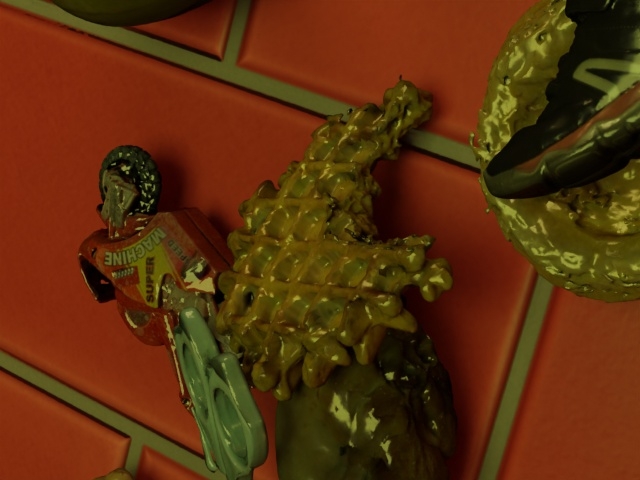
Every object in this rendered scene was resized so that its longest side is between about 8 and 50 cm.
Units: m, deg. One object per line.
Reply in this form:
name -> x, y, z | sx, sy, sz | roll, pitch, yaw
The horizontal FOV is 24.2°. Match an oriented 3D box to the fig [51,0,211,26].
fig -> -0.155, -0.316, 1.416 | 0.271, 0.239, 0.239 | 11, 98, 21

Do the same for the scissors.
scissors -> -0.081, 0.235, 1.400 | 0.191, 0.029, 0.360 | 42, 144, 54

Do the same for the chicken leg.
chicken leg -> 0.023, 0.256, 1.380 | 0.201, 0.153, 0.429 | 27, 115, 45

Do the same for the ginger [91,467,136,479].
ginger -> -0.240, 0.321, 1.587 | 0.193, 0.115, 0.122 | -30, 54, 39

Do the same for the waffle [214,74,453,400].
waffle -> 0.000, 0.000, 1.329 | 0.260, 0.069, 0.293 | -35, 36, 26

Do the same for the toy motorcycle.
toy motorcycle -> -0.147, 0.045, 1.505 | 0.298, 0.089, 0.171 | 51, 118, 21

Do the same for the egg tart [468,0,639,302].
egg tart -> 0.262, -0.090, 1.204 | 0.288, 0.118, 0.288 | 1, 91, 36

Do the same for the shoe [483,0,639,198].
shoe -> 0.220, -0.138, 1.100 | 0.291, 0.114, 0.137 | -39, 71, 25
